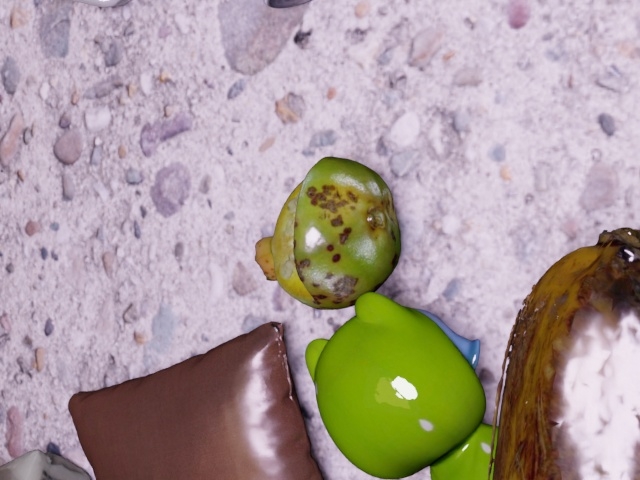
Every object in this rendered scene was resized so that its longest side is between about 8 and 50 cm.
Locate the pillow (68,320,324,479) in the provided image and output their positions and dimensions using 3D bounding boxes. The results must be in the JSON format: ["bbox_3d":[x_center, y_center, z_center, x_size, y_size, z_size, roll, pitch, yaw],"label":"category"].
[{"bbox_3d":[-0.114,0.273,0.937,0.305,0.108,0.307,-22,87,28],"label":"pillow"}]

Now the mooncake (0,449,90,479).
[{"bbox_3d":[-0.397,0.403,1.057,0.250,0.136,0.254,-29,38,28],"label":"mooncake"}]

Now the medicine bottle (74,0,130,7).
[{"bbox_3d":[-0.250,-0.356,0.960,0.119,0.069,0.183,15,107,5],"label":"medicine bottle"}]

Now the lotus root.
[{"bbox_3d":[0.231,0.190,0.665,0.196,0.179,0.397,6,94,-5],"label":"lotus root"}]

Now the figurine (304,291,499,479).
[{"bbox_3d":[0.104,0.167,0.794,0.263,0.143,0.162,48,130,4],"label":"figurine"}]

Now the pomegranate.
[{"bbox_3d":[0.013,0.001,0.840,0.169,0.122,0.143,127,147,-57],"label":"pomegranate"}]

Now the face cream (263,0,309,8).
[{"bbox_3d":[-0.055,-0.350,0.865,0.075,0.075,0.229,-20,85,29],"label":"face cream"}]
